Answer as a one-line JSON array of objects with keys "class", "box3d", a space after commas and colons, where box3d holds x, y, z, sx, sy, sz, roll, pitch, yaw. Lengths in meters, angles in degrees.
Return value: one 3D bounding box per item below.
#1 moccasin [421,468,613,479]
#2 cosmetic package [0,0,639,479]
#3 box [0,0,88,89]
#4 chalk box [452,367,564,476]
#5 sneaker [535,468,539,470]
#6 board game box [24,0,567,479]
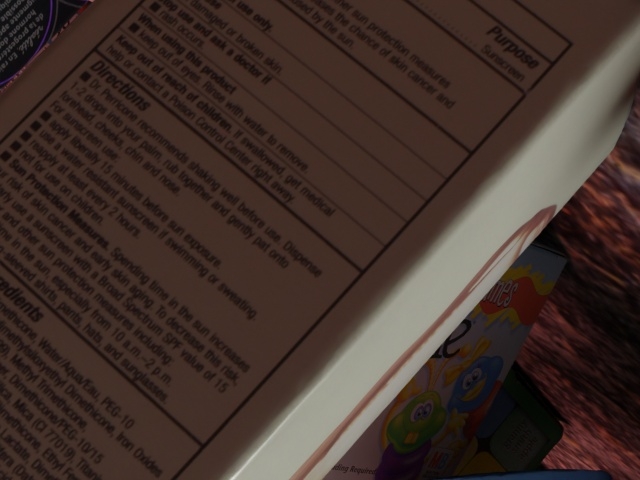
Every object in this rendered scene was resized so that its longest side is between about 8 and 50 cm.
[{"class": "moccasin", "box3d": [0.077, 0.199, 0.758, 0.137, 0.117, 0.342, 2, 157, -6]}, {"class": "cosmetic package", "box3d": [-0.037, 0.006, 0.523, 0.153, 0.296, 0.129, 41, 170, 16]}, {"class": "box", "box3d": [-0.224, -0.200, 0.731, 0.270, 0.165, 0.143, 32, 165, 41]}, {"class": "chalk box", "box3d": [0.027, 0.123, 1.018, 0.179, 0.180, 0.289, 48, 169, -23]}, {"class": "sneaker", "box3d": [0.102, 0.185, 1.241, 0.319, 0.112, 0.131, 42, -174, 17]}, {"class": "board game box", "box3d": [-0.039, -0.002, 0.775, 0.275, 0.142, 0.144, 33, -170, 40]}]
